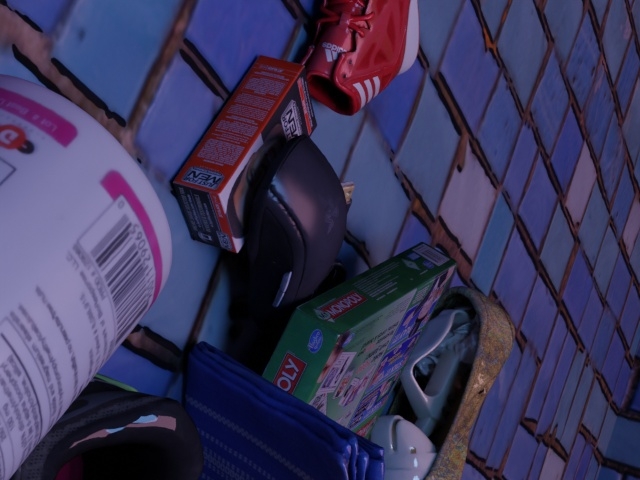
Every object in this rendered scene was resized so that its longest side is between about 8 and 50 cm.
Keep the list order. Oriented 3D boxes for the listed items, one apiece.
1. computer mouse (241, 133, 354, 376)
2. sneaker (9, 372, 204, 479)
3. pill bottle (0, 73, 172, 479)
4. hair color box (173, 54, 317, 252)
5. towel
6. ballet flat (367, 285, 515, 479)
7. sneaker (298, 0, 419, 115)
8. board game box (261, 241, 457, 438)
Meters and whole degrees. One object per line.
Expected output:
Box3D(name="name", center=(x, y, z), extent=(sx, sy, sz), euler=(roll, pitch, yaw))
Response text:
Box3D(name="computer mouse", center=(0.000, 0.000, 1.111), extent=(0.184, 0.060, 0.262), euler=(-55, 163, -40))
Box3D(name="sneaker", center=(-0.183, 0.244, 0.642), extent=(0.185, 0.202, 0.483), euler=(67, 29, -44))
Box3D(name="pill bottle", center=(-0.207, 0.060, 0.628), extent=(0.283, 0.160, 0.160), euler=(-53, 148, -40))
Box3D(name="hair color box", center=(-0.055, -0.068, 1.032), extent=(0.141, 0.043, 0.072), euler=(-59, 154, -30))
Box3D(name="towel", center=(-0.061, 0.266, 1.006), extent=(0.040, 0.243, 0.336), euler=(3, 103, -37))
Box3D(name="ballet flat", center=(0.112, 0.198, 1.495), extent=(0.348, 0.123, 0.123), euler=(-61, 153, -27))
Box3D(name="sneaker", center=(0.032, -0.196, 1.100), extent=(0.128, 0.087, 0.221), euler=(-56, 149, -39))
Box3D(name="board game box", center=(0.015, 0.126, 1.202), extent=(0.213, 0.046, 0.317), euler=(-63, 164, 18))
